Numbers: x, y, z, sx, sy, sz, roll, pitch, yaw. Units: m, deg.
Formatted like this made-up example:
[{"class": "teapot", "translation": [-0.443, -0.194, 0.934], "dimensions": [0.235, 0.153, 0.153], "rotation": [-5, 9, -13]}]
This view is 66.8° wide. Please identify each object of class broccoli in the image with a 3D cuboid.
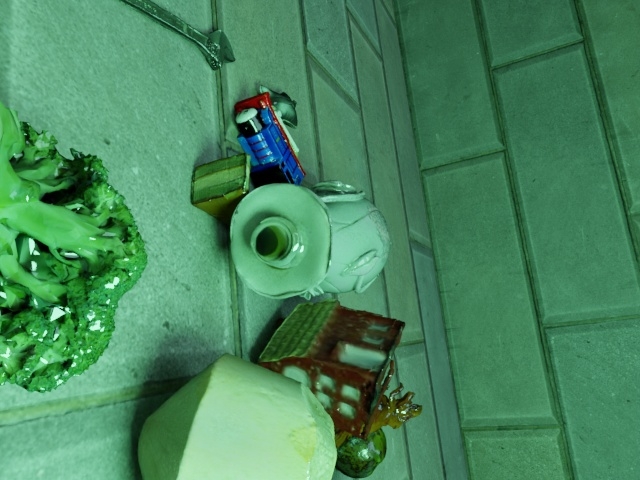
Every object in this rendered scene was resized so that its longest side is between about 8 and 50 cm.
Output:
[{"class": "broccoli", "translation": [-0.277, -0.008, 0.389], "dimensions": [0.270, 0.270, 0.269], "rotation": [120, -18, -52]}]

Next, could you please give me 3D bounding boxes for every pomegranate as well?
[{"class": "pomegranate", "translation": [0.085, 0.452, 1.107], "dimensions": [0.138, 0.126, 0.163], "rotation": [1, 78, -53]}]

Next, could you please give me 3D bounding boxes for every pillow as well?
[{"class": "pillow", "translation": [-0.097, -0.312, 1.144], "dimensions": [0.136, 0.055, 0.091], "rotation": [-21, 117, -64]}]

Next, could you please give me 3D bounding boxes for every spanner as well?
[{"class": "spanner", "translation": [-0.252, -0.384, 0.871], "dimensions": [0.325, 0.026, 0.093], "rotation": [6, 73, -64]}]

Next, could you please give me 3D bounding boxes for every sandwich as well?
[{"class": "sandwich", "translation": [-0.136, -0.078, 0.876], "dimensions": [0.163, 0.114, 0.079], "rotation": [37, 46, -57]}]

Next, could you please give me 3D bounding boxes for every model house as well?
[{"class": "model house", "translation": [0.008, 0.223, 0.917], "dimensions": [0.196, 0.254, 0.160], "rotation": [-48, 147, -55]}]

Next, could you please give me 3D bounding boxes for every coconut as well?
[{"class": "coconut", "translation": [-0.114, 0.281, 0.632], "dimensions": [0.239, 0.244, 0.239], "rotation": [-161, -90, -90]}]

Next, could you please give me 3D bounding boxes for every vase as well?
[{"class": "vase", "translation": [0.000, 0.000, 0.958], "dimensions": [0.445, 0.250, 0.249], "rotation": [1, 79, -71]}]

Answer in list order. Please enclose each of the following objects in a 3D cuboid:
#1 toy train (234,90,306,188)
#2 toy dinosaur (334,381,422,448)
[{"class": "toy train", "translation": [-0.110, -0.195, 1.027], "dimensions": [0.204, 0.083, 0.131], "rotation": [62, 31, -31]}, {"class": "toy dinosaur", "translation": [0.068, 0.340, 1.024], "dimensions": [0.432, 0.097, 0.208], "rotation": [1, 80, -42]}]
